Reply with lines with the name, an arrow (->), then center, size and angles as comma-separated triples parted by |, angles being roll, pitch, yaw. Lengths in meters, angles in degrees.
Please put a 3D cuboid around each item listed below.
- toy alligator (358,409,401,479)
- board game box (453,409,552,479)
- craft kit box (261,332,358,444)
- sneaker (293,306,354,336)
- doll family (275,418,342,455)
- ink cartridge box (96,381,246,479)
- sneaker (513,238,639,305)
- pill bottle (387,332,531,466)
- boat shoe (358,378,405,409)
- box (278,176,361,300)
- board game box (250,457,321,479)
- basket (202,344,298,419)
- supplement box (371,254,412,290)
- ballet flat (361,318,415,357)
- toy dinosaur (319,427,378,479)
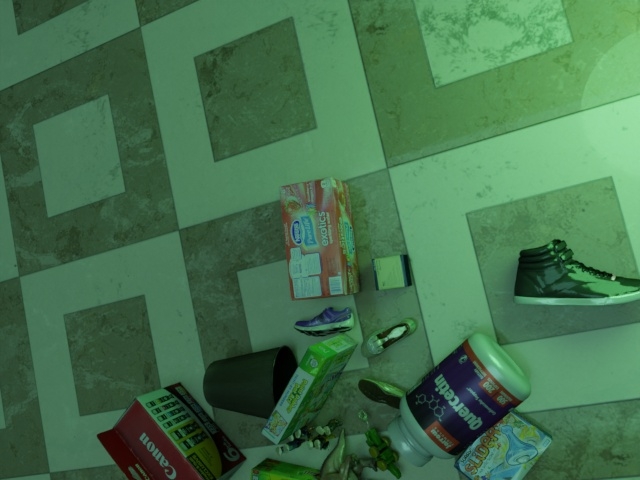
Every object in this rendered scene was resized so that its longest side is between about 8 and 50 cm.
toy alligator -> 0.142, 0.527, 1.430 | 0.189, 0.056, 0.051 | 57, 138, 13
board game box -> 0.433, 0.504, 1.327 | 0.136, 0.035, 0.201 | 35, 100, 18
craft kit box -> -0.019, 0.361, 1.391 | 0.061, 0.250, 0.246 | 29, 99, 20
sneaker -> 0.010, 0.216, 1.494 | 0.170, 0.068, 0.071 | -11, 62, 19
doll family -> -0.031, 0.520, 1.469 | 0.193, 0.111, 0.075 | -10, 83, 16
ink cartridge box -> -0.401, 0.566, 1.518 | 0.309, 0.272, 0.130 | 42, 103, 16
sneaker -> 0.582, 0.067, 1.245 | 0.296, 0.105, 0.146 | -4, 92, 25
pill bottle -> 0.314, 0.379, 1.299 | 0.323, 0.181, 0.181 | -46, 74, 13
boat shoe -> 0.162, 0.390, 1.429 | 0.135, 0.045, 0.050 | 24, 105, 16
box -> 0.000, 0.000, 1.451 | 0.154, 0.142, 0.299 | -9, 85, 20
board game box -> -0.086, 0.636, 1.491 | 0.182, 0.092, 0.043 | 4, 89, 21
basket -> -0.190, 0.392, 1.513 | 0.227, 0.154, 0.204 | -7, 88, 24
supplement box -> 0.182, 0.082, 1.425 | 0.083, 0.056, 0.083 | -10, 85, 20
ballet flat -> 0.166, 0.250, 1.428 | 0.168, 0.052, 0.057 | -36, 77, 16
toy dinosaur -> 0.057, 0.651, 1.426 | 0.200, 0.127, 0.295 | -31, 72, 24
